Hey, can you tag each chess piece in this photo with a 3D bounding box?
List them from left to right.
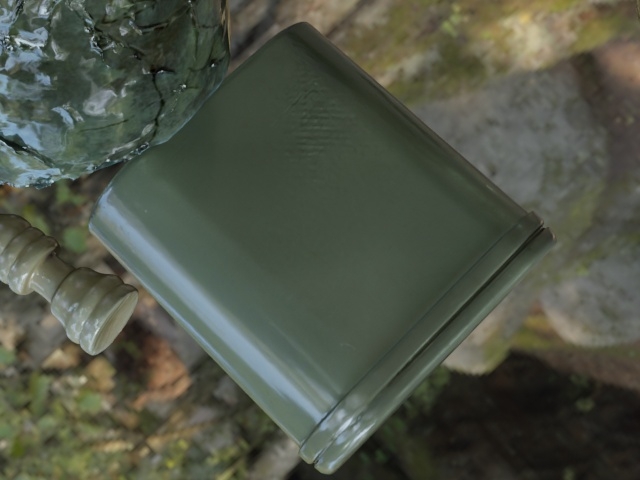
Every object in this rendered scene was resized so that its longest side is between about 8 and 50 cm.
[{"bbox_3d":[-0.125,0.010,0.622,0.092,0.035,0.035,34,171,9],"label":"chess piece"}]

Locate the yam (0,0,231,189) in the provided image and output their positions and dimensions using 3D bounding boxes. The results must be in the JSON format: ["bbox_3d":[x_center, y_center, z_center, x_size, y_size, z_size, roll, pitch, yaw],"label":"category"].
[{"bbox_3d":[-0.179,-0.196,0.833,0.241,0.241,0.348,45,161,23],"label":"yam"}]

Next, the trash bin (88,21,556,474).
[{"bbox_3d":[0.000,0.000,1.023,0.247,0.243,0.121,42,160,8],"label":"trash bin"}]

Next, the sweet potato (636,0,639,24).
[{"bbox_3d":[0.242,-0.151,0.840,0.131,0.131,0.336,47,-170,11],"label":"sweet potato"}]
